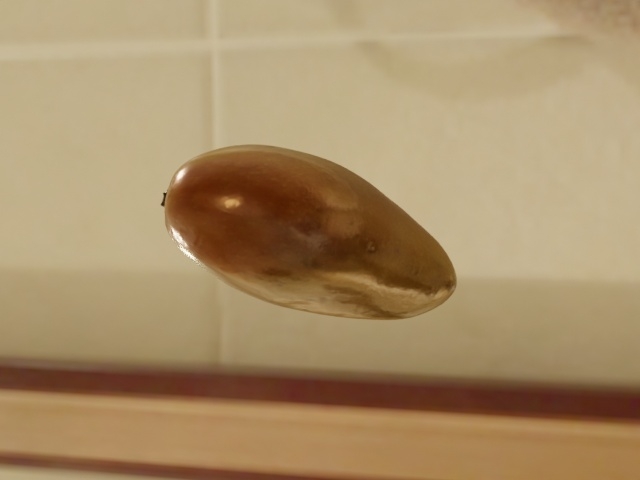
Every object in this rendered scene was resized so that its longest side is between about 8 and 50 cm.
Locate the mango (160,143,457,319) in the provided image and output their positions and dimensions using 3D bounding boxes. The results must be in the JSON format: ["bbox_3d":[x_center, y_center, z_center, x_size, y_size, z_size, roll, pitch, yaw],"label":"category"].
[{"bbox_3d":[0.000,0.000,1.473,0.253,0.138,0.113,20,-116,-27],"label":"mango"}]
